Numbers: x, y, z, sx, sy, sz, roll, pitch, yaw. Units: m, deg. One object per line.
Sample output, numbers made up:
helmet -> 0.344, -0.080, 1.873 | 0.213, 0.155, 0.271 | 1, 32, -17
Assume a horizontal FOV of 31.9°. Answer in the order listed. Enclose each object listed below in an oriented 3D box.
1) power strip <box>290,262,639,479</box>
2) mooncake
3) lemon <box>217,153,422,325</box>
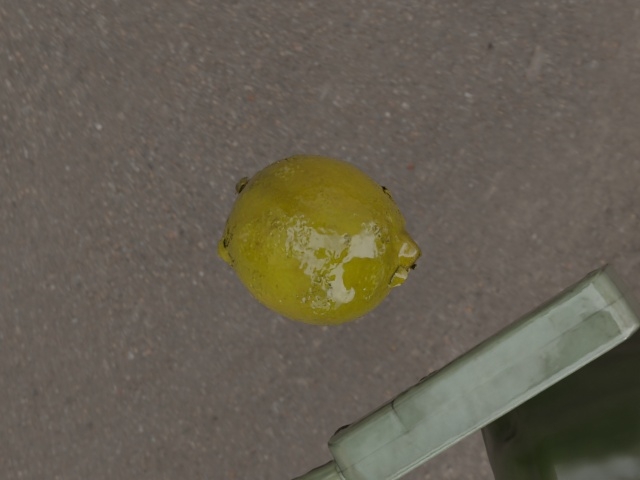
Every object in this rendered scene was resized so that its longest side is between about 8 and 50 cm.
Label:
power strip -> 0.097, 0.114, 0.807 | 0.288, 0.093, 0.053 | -36, 82, 18
mooncake -> 0.258, 0.239, 0.966 | 0.194, 0.356, 0.356 | -14, 114, 5
lemon -> 0.000, 0.000, 1.139 | 0.206, 0.173, 0.173 | 14, 107, 16
